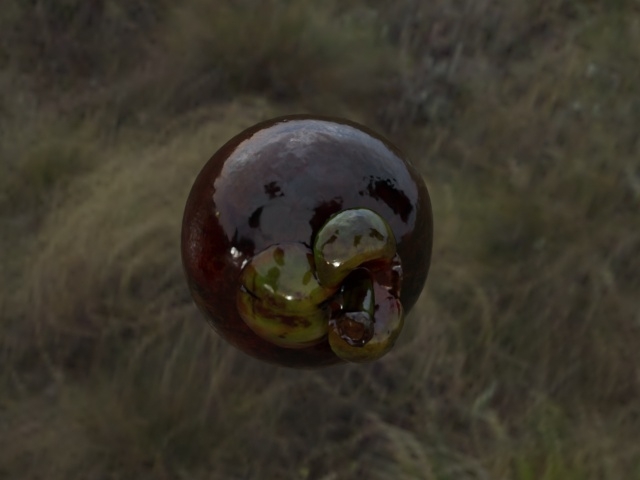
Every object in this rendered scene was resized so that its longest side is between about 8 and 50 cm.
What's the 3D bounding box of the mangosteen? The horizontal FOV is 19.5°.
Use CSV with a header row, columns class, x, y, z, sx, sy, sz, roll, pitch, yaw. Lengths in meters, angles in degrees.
class,x,y,z,sx,sy,sz,roll,pitch,yaw
mangosteen,-0.001,0.000,0.568,0.081,0.081,0.081,9,41,-8
